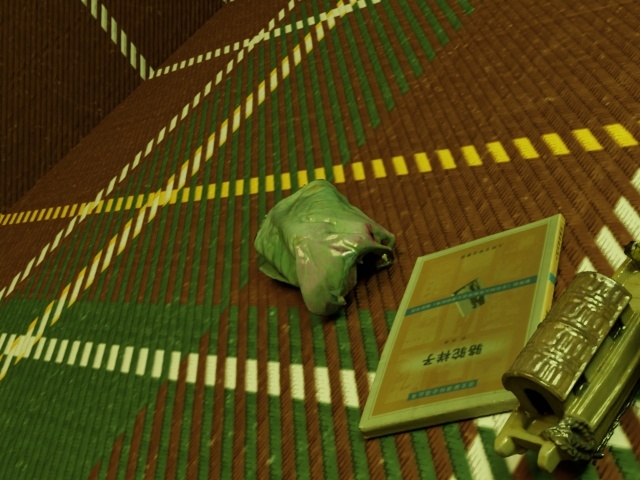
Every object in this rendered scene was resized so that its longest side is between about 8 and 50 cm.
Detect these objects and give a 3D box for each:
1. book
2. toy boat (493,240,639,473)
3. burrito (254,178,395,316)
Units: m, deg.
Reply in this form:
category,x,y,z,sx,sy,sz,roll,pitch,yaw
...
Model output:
category,x,y,z,sx,sy,sz,roll,pitch,yaw
book,0.136,0.074,0.899,0.170,0.018,0.241,-19,30,33
toy boat,0.206,0.074,0.722,0.226,0.088,0.068,-49,26,-23
burrito,0.000,0.000,1.134,0.144,0.089,0.229,-43,23,-6
